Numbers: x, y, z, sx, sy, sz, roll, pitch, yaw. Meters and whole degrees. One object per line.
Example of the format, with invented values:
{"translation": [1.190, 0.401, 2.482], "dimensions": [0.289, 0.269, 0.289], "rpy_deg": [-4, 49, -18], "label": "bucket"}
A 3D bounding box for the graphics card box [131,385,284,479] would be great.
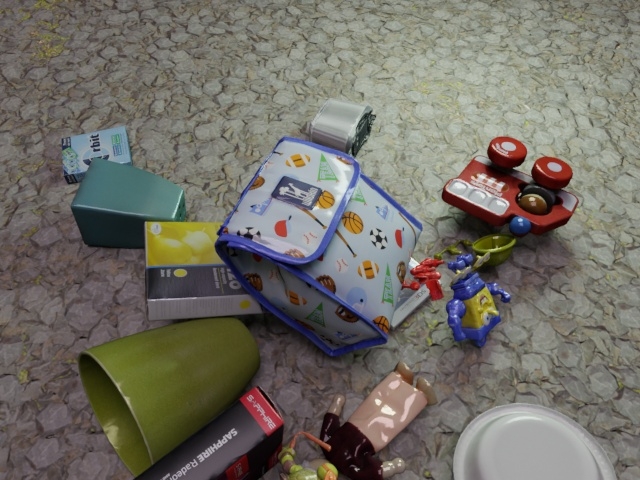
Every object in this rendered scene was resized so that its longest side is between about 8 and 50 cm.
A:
{"translation": [-0.230, 0.436, 0.910], "dimensions": [0.370, 0.233, 0.094], "rpy_deg": [-31, 62, -27], "label": "graphics card box"}

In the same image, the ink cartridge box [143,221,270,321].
{"translation": [-0.242, 0.056, 1.198], "dimensions": [0.307, 0.072, 0.304], "rpy_deg": [-3, 33, -18], "label": "ink cartridge box"}

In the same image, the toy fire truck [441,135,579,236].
{"translation": [0.495, -0.113, 1.359], "dimensions": [0.302, 0.169, 0.254], "rpy_deg": [31, 52, 20], "label": "toy fire truck"}

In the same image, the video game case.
{"translation": [0.168, 0.099, 1.305], "dimensions": [0.183, 0.023, 0.201], "rpy_deg": [-37, 63, -25], "label": "video game case"}

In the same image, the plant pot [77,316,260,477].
{"translation": [-0.276, 0.275, 1.045], "dimensions": [0.293, 0.275, 0.274], "rpy_deg": [-27, 58, -39], "label": "plant pot"}

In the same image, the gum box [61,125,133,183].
{"translation": [-0.650, -0.251, 1.522], "dimensions": [0.184, 0.041, 0.157], "rpy_deg": [-14, 56, -11], "label": "gum box"}

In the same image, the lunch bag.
{"translation": [0.000, 0.000, 1.106], "dimensions": [0.385, 0.239, 0.328], "rpy_deg": [39, 51, -17], "label": "lunch bag"}

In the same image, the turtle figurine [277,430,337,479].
{"translation": [-0.043, 0.449, 0.879], "dimensions": [0.217, 0.087, 0.269], "rpy_deg": [-34, 37, -13], "label": "turtle figurine"}

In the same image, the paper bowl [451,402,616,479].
{"translation": [0.387, 0.436, 0.957], "dimensions": [0.284, 0.148, 0.284], "rpy_deg": [-6, 45, 6], "label": "paper bowl"}

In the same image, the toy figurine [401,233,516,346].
{"translation": [0.346, 0.137, 1.234], "dimensions": [0.362, 0.191, 0.217], "rpy_deg": [-25, 98, -45], "label": "toy figurine"}

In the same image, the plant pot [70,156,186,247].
{"translation": [-0.473, -0.082, 1.336], "dimensions": [0.234, 0.166, 0.166], "rpy_deg": [9, 54, -3], "label": "plant pot"}

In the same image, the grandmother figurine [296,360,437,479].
{"translation": [0.083, 0.399, 1.048], "dimensions": [0.342, 0.104, 0.207], "rpy_deg": [-35, 35, -21], "label": "grandmother figurine"}

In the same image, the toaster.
{"translation": [0.061, -0.330, 1.547], "dimensions": [0.146, 0.129, 0.227], "rpy_deg": [19, 57, 15], "label": "toaster"}
